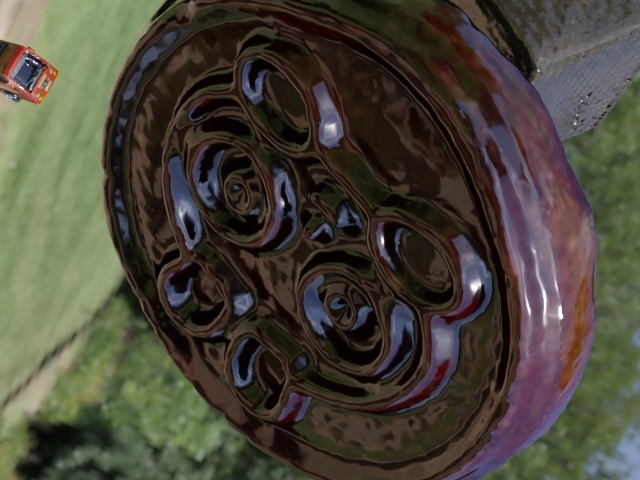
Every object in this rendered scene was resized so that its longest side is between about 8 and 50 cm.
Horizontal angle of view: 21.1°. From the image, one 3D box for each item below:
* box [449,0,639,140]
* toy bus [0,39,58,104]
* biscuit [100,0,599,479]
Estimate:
[{"bbox_3d":[0.113,-0.209,1.279,0.143,0.273,0.184,-23,160,-26],"label":"box"},{"bbox_3d":[-0.226,-0.121,1.154,0.043,0.110,0.031,44,70,-48],"label":"toy bus"},{"bbox_3d":[0.000,0.000,1.194,0.091,0.407,0.407,-34,160,-43],"label":"biscuit"}]
